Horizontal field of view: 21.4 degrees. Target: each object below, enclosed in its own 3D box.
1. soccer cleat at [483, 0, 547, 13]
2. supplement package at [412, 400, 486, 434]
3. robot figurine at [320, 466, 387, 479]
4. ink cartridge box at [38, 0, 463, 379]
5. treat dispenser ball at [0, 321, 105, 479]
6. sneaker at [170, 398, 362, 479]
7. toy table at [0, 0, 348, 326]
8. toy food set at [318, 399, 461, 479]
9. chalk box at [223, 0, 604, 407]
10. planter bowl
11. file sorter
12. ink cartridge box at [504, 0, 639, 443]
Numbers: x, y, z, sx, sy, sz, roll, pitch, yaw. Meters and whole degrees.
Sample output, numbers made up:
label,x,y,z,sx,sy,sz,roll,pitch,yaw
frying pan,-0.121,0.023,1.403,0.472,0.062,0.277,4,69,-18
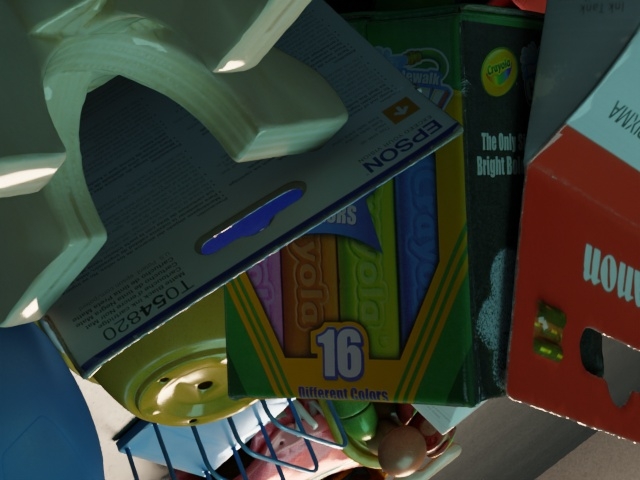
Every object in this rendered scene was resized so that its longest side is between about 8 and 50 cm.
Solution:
label,x,y,z,sx,sy,sz,roll,pitch,yaw
soccer cleat,0.136,-0.119,1.254,0.116,0.109,0.318,3,156,-17
supplement package,0.149,0.022,1.458,0.244,0.134,0.139,-40,-162,16
robot figurine,-0.029,0.284,1.872,0.291,0.085,0.211,-31,179,-33
ink cartridge box,-0.065,-0.039,0.879,0.223,0.224,0.045,-32,133,-8
treat dispenser ball,-0.254,0.141,0.870,0.288,0.288,0.288,-32,162,-12
sneaker,-0.018,0.187,1.688,0.314,0.116,0.136,-39,151,1
toy table,-0.109,-0.098,0.739,0.252,0.161,0.274,-19,157,-40
toy food set,0.076,0.164,1.642,0.128,0.218,0.071,-28,-158,-15
chalk box,0.055,-0.052,1.035,0.179,0.289,0.180,-2,180,34
planter bowl,-0.090,0.069,1.190,0.217,0.090,0.217,-13,148,-8
file sorter,-0.076,0.186,1.538,0.170,0.104,0.118,-43,139,21
ink cartridge box,0.242,-0.065,1.063,0.091,0.385,0.308,1,167,35
